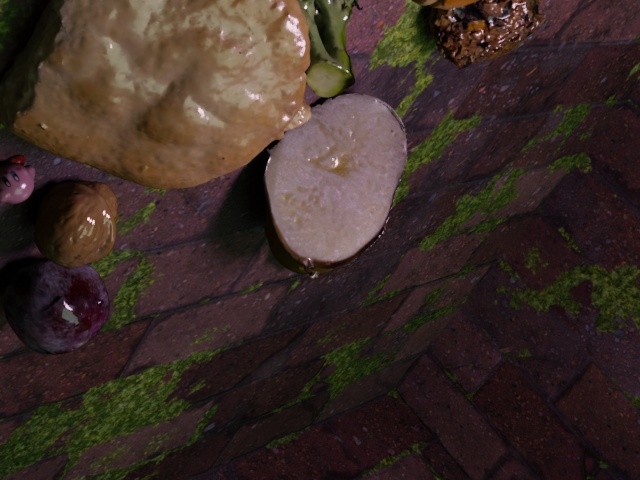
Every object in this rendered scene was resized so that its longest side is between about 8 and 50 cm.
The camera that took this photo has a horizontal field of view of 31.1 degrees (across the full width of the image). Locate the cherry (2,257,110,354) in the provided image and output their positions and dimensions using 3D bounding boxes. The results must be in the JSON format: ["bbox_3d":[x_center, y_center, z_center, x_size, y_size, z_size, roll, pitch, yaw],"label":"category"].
[{"bbox_3d":[-0.495,0.117,2.125,0.195,0.195,0.195,-34,157,-17],"label":"cherry"}]

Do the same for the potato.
[{"bbox_3d":[0.004,-0.115,2.507,0.296,0.290,0.397,-179,-80,-82],"label":"potato"}]

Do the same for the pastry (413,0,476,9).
[{"bbox_3d":[0.183,-0.544,1.727,0.410,0.245,0.409,-6,104,-23],"label":"pastry"}]

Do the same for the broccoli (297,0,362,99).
[{"bbox_3d":[-0.041,-0.336,1.874,0.248,0.245,0.288,-26,149,15],"label":"broccoli"}]

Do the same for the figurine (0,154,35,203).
[{"bbox_3d":[-0.497,-0.095,1.858,0.083,0.071,0.067,-31,157,-28],"label":"figurine"}]

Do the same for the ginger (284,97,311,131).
[{"bbox_3d":[-0.111,-0.254,1.965,0.131,0.294,0.086,-3,112,-20],"label":"ginger"}]

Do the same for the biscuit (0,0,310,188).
[{"bbox_3d":[-0.233,-0.253,1.707,0.446,0.104,0.429,29,114,-31],"label":"biscuit"}]

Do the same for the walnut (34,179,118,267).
[{"bbox_3d":[-0.425,-0.028,2.006,0.166,0.149,0.166,-45,-175,5],"label":"walnut"}]

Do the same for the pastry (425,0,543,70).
[{"bbox_3d":[0.351,-0.463,2.380,0.275,0.193,0.275,-35,159,-16],"label":"pastry"}]
